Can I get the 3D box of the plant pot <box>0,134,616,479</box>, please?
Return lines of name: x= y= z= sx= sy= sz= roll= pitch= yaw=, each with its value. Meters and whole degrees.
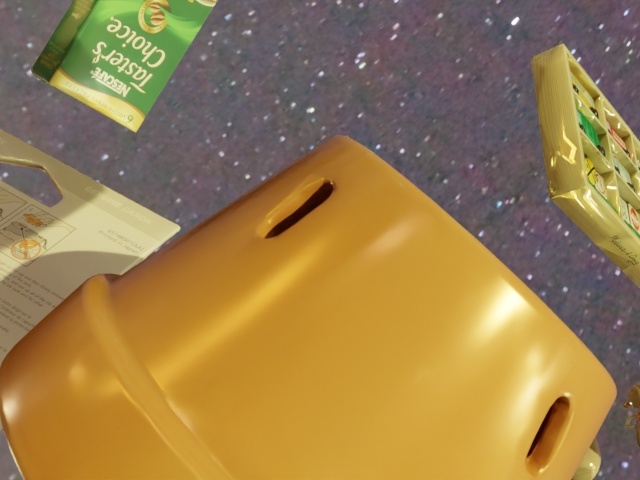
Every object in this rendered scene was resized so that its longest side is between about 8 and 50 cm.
plant pot: x=0.013 y=0.084 z=0.469 sx=0.291 sy=0.291 sz=0.203 roll=44 pitch=-89 yaw=-1

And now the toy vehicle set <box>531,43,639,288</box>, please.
toy vehicle set: x=0.298 y=-0.061 z=0.896 sx=0.035 sy=0.166 sz=0.267 roll=-20 pitch=-35 yaw=33

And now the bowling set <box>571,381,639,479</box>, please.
bowling set: x=0.321 y=0.228 z=1.216 sx=0.287 sy=0.154 sz=0.200 roll=-30 pitch=-71 yaw=27

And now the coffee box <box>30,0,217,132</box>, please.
coffee box: x=-0.168 y=-0.201 z=0.802 sx=0.040 sy=0.184 sz=0.113 roll=35 pitch=2 yaw=37

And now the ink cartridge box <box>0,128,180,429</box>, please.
ink cartridge box: x=-0.311 y=0.015 z=0.725 sx=0.296 sy=0.261 sz=0.066 roll=27 pitch=-47 yaw=19
